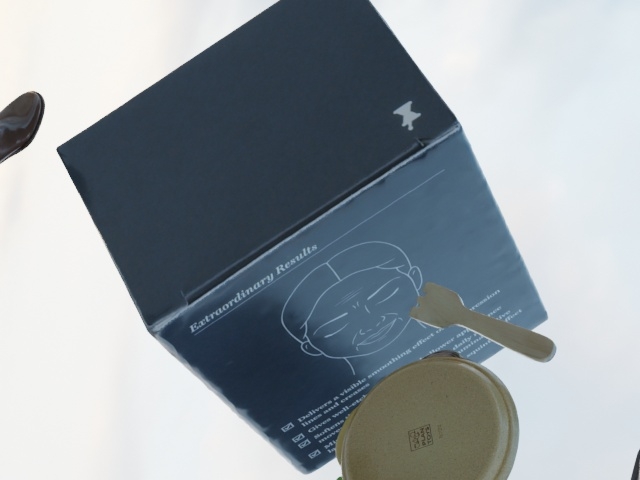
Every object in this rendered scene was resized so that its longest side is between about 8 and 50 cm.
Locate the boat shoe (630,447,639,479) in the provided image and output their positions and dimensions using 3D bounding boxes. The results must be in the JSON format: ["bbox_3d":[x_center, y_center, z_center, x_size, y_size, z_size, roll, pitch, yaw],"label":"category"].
[{"bbox_3d":[0.279,0.182,1.147,0.092,0.102,0.285,-93,-170,-78],"label":"boat shoe"}]

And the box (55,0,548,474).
[{"bbox_3d":[0.000,0.000,1.372,0.293,0.395,0.212,-33,-121,1],"label":"box"}]

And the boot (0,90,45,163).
[{"bbox_3d":[-0.277,-0.102,1.252,0.106,0.037,0.114,-57,162,-15],"label":"boot"}]

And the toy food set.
[{"bbox_3d":[0.069,0.131,0.968,0.132,0.038,0.192,23,-105,40],"label":"toy food set"}]
